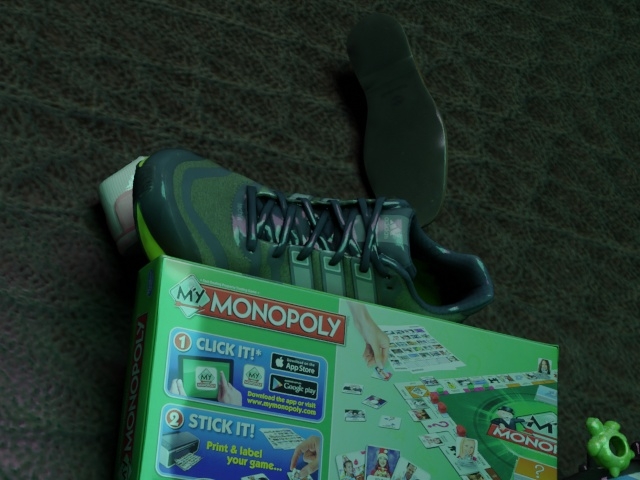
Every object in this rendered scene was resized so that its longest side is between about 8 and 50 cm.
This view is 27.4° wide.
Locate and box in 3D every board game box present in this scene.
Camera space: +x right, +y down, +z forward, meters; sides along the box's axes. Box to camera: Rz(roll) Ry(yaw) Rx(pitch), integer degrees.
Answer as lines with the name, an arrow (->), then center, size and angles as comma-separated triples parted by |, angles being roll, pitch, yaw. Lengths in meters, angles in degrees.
board game box -> 0.021, 0.147, 0.871 | 0.317, 0.046, 0.213 | 14, 67, -26

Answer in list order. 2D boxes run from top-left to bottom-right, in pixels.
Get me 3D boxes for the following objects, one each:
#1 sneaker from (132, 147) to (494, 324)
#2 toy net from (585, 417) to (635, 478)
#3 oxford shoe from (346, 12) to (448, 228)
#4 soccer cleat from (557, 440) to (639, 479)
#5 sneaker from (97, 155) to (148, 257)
sneaker -> 0.000, 0.000, 0.935 | 0.300, 0.121, 0.111 | 22, 54, -37
toy net -> 0.280, 0.208, 0.914 | 0.122, 0.045, 0.232 | -20, 78, -37
oxford shoe -> 0.078, -0.099, 1.174 | 0.076, 0.076, 0.212 | 49, 30, -59
soccer cleat -> 0.308, 0.226, 1.026 | 0.331, 0.116, 0.143 | -2, 68, -32
sneaker -> -0.108, -0.037, 0.991 | 0.134, 0.051, 0.070 | -18, 71, -39
